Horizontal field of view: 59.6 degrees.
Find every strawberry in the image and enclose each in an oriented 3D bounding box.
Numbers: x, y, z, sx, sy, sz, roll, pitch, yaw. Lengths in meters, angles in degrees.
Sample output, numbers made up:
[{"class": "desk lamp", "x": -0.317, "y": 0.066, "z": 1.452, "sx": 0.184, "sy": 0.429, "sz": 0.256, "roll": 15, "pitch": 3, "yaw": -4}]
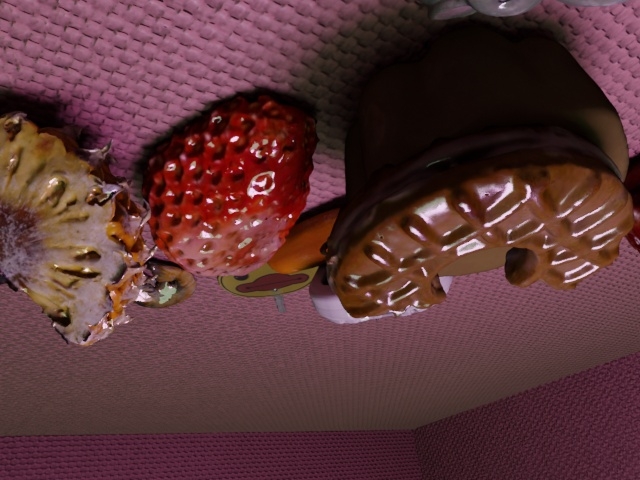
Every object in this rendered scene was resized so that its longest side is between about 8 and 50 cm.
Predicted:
[{"class": "strawberry", "x": -0.123, "y": -0.059, "z": 0.831, "sx": 0.265, "sy": 0.149, "sz": 0.336, "roll": 11, "pitch": 144, "yaw": -30}]

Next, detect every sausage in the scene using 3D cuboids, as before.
[{"class": "sausage", "x": 0.000, "y": 0.000, "z": 1.036, "sx": 0.238, "sy": 0.098, "sz": 0.098, "roll": -23, "pitch": 149, "yaw": 26}]

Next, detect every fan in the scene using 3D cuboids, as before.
[{"class": "fan", "x": -0.108, "y": 0.097, "z": 1.259, "sx": 0.229, "sy": 0.011, "sz": 0.335, "roll": -9, "pitch": 150, "yaw": -2}]

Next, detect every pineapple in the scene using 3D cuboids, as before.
[{"class": "pineapple", "x": -0.331, "y": -0.050, "z": 0.784, "sx": 0.209, "sy": 0.344, "sz": 0.286, "roll": -41, "pitch": -177, "yaw": -3}]

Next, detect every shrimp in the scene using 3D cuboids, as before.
[{"class": "shrimp", "x": -0.338, "y": 0.085, "z": 1.120, "sx": 0.145, "sy": 0.059, "sz": 0.254, "roll": -17, "pitch": 151, "yaw": 8}]

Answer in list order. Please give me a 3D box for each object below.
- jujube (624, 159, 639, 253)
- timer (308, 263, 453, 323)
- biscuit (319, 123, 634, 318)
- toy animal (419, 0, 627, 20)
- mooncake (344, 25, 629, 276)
[{"class": "jujube", "x": 0.694, "y": -0.047, "z": 1.058, "sx": 0.318, "sy": 0.223, "sz": 0.223, "roll": 23, "pitch": 139, "yaw": -33}, {"class": "timer", "x": 0.116, "y": 0.058, "z": 1.025, "sx": 0.262, "sy": 0.237, "sz": 0.087, "roll": -12, "pitch": 115, "yaw": 24}, {"class": "biscuit", "x": 0.180, "y": -0.016, "z": 0.653, "sx": 0.366, "sy": 0.115, "sz": 0.268, "roll": -11, "pitch": 145, "yaw": -1}, {"class": "toy animal", "x": 0.210, "y": -0.271, "z": 0.550, "sx": 0.251, "sy": 0.127, "sz": 0.125, "roll": -16, "pitch": 174, "yaw": 32}, {"class": "mooncake", "x": 0.214, "y": -0.115, "z": 0.794, "sx": 0.378, "sy": 0.201, "sz": 0.378, "roll": -8, "pitch": 147, "yaw": -5}]
